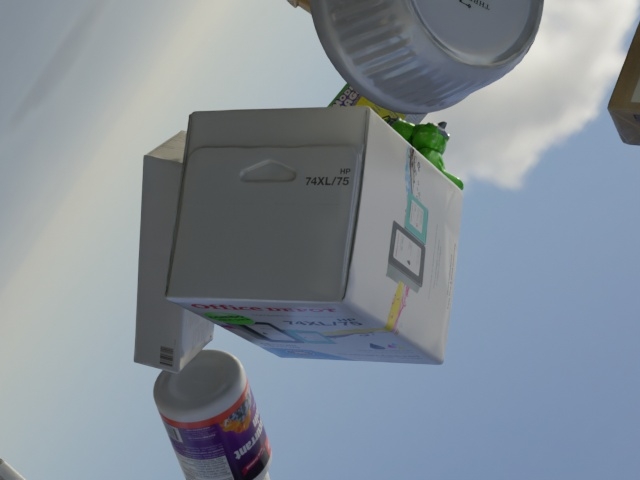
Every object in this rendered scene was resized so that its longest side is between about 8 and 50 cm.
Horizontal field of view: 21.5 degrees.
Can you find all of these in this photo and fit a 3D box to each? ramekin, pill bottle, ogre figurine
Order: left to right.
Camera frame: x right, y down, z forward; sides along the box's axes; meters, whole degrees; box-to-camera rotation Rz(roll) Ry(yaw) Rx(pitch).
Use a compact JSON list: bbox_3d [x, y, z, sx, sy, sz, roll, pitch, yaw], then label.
[{"bbox_3d":[-0.117,0.228,1.940,0.108,0.108,0.193,-63,147,-43],"label":"pill bottle"},{"bbox_3d":[0.097,-0.066,1.955,0.118,0.097,0.197,-21,-150,42],"label":"ogre figurine"},{"bbox_3d":[0.103,-0.222,1.499,0.109,0.207,0.207,-11,-138,56],"label":"ramekin"}]

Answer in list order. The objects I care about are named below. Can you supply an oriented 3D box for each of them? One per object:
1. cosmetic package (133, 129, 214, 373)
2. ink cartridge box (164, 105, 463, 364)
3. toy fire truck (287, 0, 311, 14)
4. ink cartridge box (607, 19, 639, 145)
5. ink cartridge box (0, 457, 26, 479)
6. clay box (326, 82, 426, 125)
[{"bbox_3d":[-0.151,0.012,1.796,0.099,0.060,0.239,-41,140,-61],"label":"cosmetic package"},{"bbox_3d":[0.000,0.000,1.699,0.270,0.198,0.197,34,60,-60],"label":"ink cartridge box"},{"bbox_3d":[-0.037,-0.311,1.972,0.047,0.135,0.192,-43,-142,-13],"label":"toy fire truck"},{"bbox_3d":[0.504,-0.210,2.114,0.235,0.088,0.193,7,-117,33],"label":"ink cartridge box"},{"bbox_3d":[-0.463,0.314,1.934,0.207,0.283,0.117,-46,173,-39],"label":"ink cartridge box"},{"bbox_3d":[0.042,-0.130,2.168,0.222,0.053,0.127,-49,148,1],"label":"clay box"}]
